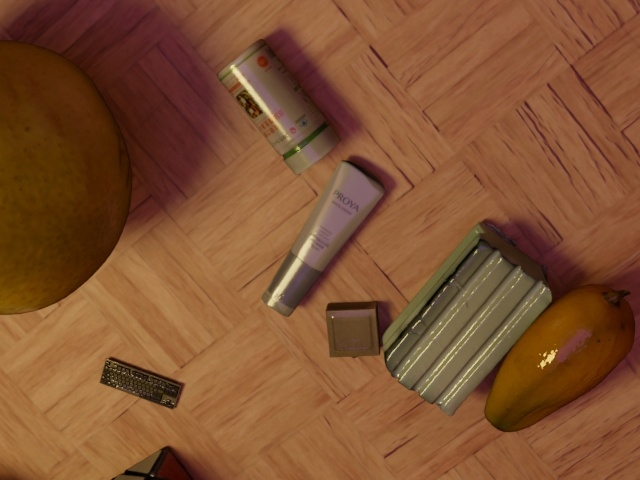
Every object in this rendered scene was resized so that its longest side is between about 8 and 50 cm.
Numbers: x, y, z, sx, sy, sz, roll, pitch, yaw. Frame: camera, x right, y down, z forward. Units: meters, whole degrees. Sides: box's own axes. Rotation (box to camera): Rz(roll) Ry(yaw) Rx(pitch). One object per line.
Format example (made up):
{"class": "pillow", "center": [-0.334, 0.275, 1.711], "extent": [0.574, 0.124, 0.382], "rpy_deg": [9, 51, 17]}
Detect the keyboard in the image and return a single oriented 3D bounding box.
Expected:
{"class": "keyboard", "center": [-0.290, 0.231, 1.643], "extent": [0.129, 0.015, 0.049], "rpy_deg": [20, 109, 0]}

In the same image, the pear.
{"class": "pear", "center": [-0.427, -0.085, 1.354], "extent": [0.362, 0.418, 0.363], "rpy_deg": [4, 112, 9]}

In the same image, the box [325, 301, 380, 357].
{"class": "box", "center": [0.051, 0.138, 1.564], "extent": [0.079, 0.035, 0.083], "rpy_deg": [-2, 108, 7]}

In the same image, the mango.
{"class": "mango", "center": [0.343, 0.176, 1.478], "extent": [0.119, 0.176, 0.317], "rpy_deg": [53, 123, 24]}

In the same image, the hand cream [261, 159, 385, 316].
{"class": "hand cream", "center": [0.000, 0.000, 1.520], "extent": [0.079, 0.048, 0.255], "rpy_deg": [33, 107, -3]}

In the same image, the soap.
{"class": "soap", "center": [0.214, 0.113, 1.512], "extent": [0.150, 0.094, 0.261], "rpy_deg": [35, 107, -10]}

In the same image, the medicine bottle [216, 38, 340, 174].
{"class": "medicine bottle", "center": [-0.059, -0.189, 1.449], "extent": [0.086, 0.086, 0.183], "rpy_deg": [-36, 99, 16]}

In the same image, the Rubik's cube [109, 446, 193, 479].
{"class": "Rubik's cube", "center": [-0.287, 0.495, 1.626], "extent": [0.205, 0.207, 0.205], "rpy_deg": [-33, 102, 14]}
